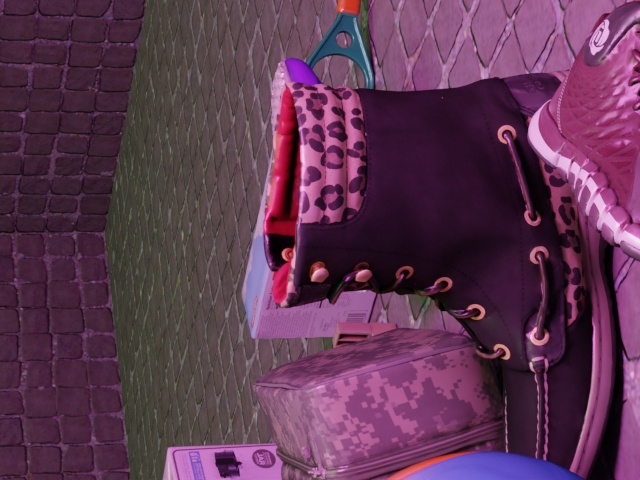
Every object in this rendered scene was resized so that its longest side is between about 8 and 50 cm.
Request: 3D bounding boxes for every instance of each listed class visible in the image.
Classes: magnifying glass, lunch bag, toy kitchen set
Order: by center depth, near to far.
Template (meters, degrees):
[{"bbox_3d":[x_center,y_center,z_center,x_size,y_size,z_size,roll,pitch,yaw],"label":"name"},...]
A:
[{"bbox_3d":[0.072,0.236,1.563,0.305,0.212,0.256,169,84,-75],"label":"lunch bag"},{"bbox_3d":[0.055,0.151,1.827,0.068,0.075,0.083,105,163,-45],"label":"toy kitchen set"},{"bbox_3d":[0.030,-0.260,1.926,0.026,0.092,0.231,158,121,-77],"label":"magnifying glass"}]

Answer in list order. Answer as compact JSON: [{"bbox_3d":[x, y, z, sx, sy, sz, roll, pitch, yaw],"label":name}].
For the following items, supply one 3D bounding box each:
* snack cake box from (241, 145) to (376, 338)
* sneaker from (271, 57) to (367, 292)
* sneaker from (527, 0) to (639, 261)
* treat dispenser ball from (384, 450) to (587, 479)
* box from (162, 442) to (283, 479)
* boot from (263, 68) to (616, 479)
[{"bbox_3d":[0.000,0.000,1.883,0.089,0.152,0.264,-106,23,-45],"label":"snack cake box"},{"bbox_3d":[0.049,-0.085,1.713,0.102,0.146,0.293,107,141,-62],"label":"sneaker"},{"bbox_3d":[0.249,-0.089,1.111,0.281,0.106,0.162,54,131,54],"label":"sneaker"},{"bbox_3d":[0.129,0.307,1.182,0.288,0.288,0.288,180,90,-74],"label":"treat dispenser ball"},{"bbox_3d":[-0.039,0.320,1.772,0.087,0.290,0.169,-112,29,-49],"label":"box"},{"bbox_3d":[0.099,0.038,1.289,0.138,0.284,0.377,-161,73,-73],"label":"boot"}]
